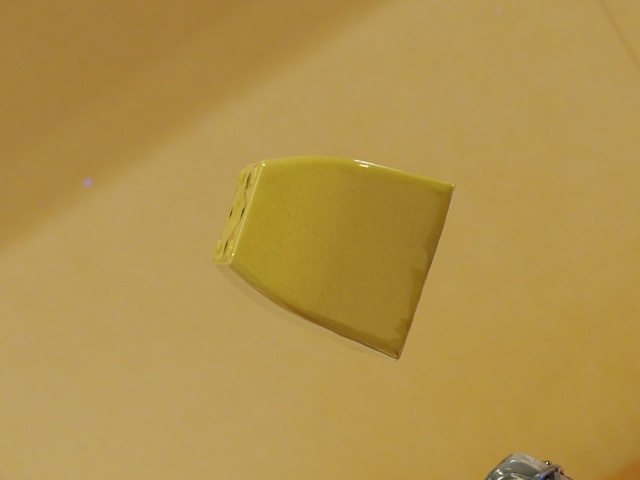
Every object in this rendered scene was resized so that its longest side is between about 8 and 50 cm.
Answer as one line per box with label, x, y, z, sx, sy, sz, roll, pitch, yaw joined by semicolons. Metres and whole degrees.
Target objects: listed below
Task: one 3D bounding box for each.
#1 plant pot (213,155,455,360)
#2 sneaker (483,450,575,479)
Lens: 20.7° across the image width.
plant pot;0.000;0.000;0.780;0.081;0.083;0.081;180;110;-77
sneaker;0.151;0.179;1.016;0.300;0.121;0.111;-14;2;9
